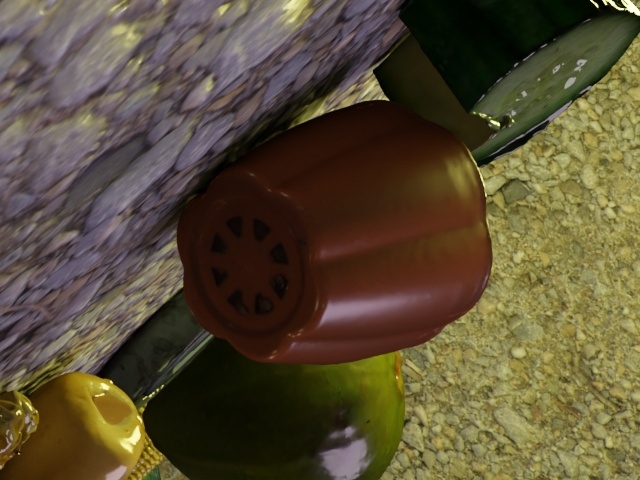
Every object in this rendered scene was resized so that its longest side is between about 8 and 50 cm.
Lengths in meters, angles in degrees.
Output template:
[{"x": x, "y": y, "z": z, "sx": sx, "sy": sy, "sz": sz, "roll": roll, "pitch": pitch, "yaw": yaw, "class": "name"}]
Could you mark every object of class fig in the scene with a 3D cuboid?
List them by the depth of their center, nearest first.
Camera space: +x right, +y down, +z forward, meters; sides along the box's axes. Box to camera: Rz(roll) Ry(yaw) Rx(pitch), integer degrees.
[{"x": -0.058, "y": 0.180, "z": 1.586, "sx": 0.316, "sy": 0.316, "sz": 0.316, "roll": -43, "pitch": 176, "yaw": -4, "class": "fig"}]

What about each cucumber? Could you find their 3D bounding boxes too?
[{"x": 0.140, "y": -0.152, "z": 0.996, "sx": 0.191, "sy": 0.130, "sz": 0.191, "roll": -43, "pitch": 171, "yaw": -8, "class": "cucumber"}]

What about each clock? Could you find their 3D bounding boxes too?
[{"x": -0.135, "y": 0.090, "z": 1.376, "sx": 0.226, "sy": 0.049, "sz": 0.226, "roll": -44, "pitch": 176, "yaw": -4, "class": "clock"}]

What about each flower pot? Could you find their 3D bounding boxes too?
[{"x": 0.000, "y": 0.000, "z": 0.946, "sx": 0.173, "sy": 0.190, "sz": 0.190, "roll": -13, "pitch": 153, "yaw": -52, "class": "flower pot"}]

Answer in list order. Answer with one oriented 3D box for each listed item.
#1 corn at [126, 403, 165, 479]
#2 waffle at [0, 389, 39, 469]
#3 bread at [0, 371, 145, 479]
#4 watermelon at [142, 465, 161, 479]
[{"x": -0.251, "y": 0.270, "z": 1.820, "sx": 0.244, "sy": 0.093, "sz": 0.093, "roll": -43, "pitch": 176, "yaw": -8, "class": "corn"}, {"x": -0.266, "y": 0.172, "z": 0.938, "sx": 0.192, "sy": 0.046, "sz": 0.160, "roll": -45, "pitch": 178, "yaw": 25, "class": "waffle"}, {"x": -0.223, "y": 0.179, "z": 1.068, "sx": 0.173, "sy": 0.085, "sz": 0.134, "roll": -45, "pitch": -158, "yaw": 8, "class": "bread"}, {"x": -0.333, "y": 0.388, "z": 2.005, "sx": 0.226, "sy": 0.148, "sz": 0.318, "roll": -33, "pitch": 170, "yaw": -26, "class": "watermelon"}]
